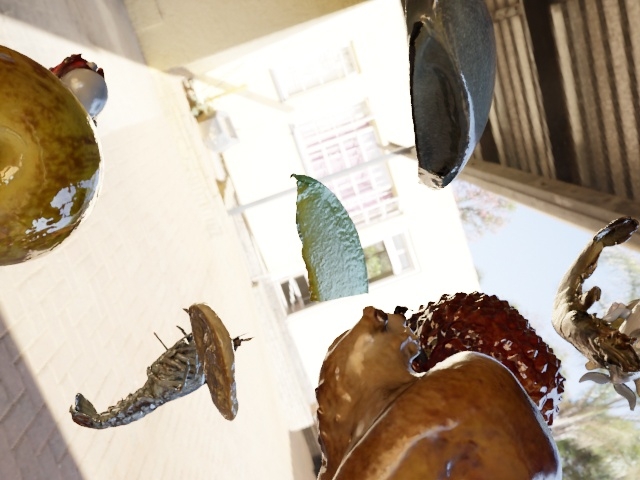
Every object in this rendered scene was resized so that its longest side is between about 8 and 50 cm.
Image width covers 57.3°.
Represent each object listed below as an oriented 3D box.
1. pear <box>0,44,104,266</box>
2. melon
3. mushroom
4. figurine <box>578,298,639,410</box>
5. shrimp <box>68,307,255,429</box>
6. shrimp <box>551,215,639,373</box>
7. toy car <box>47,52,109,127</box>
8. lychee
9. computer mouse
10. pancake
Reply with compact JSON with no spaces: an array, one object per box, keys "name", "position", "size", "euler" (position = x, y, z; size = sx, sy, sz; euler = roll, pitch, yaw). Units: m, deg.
[{"name":"pear","position":[-0.412,-0.105,0.725],"size":[0.281,0.280,0.281],"euler":[160,-90,-87]},{"name":"melon","position":[0.000,0.000,0.868],"size":[0.053,0.114,0.262],"euler":[28,-32,45]},{"name":"mushroom","position":[0.068,0.251,0.581],"size":[0.259,0.345,0.345],"euler":[33,-19,23]},{"name":"figurine","position":[0.527,0.174,0.987],"size":[0.128,0.209,0.183],"euler":[29,20,23]},{"name":"shrimp","position":[-0.350,0.295,1.316],"size":[0.166,0.410,0.221],"euler":[55,-15,-15]},{"name":"shrimp","position":[0.293,0.048,0.593],"size":[0.195,0.035,0.148],"euler":[-85,-161,-78]},{"name":"toy car","position":[-0.414,-0.255,1.009],"size":[0.112,0.139,0.112],"euler":[6,-20,43]},{"name":"lychee","position":[0.353,0.330,1.388],"size":[0.499,0.424,0.425],"euler":[-7,73,-48]},{"name":"computer mouse","position":[0.186,-0.214,0.823],"size":[0.374,0.114,0.203],"euler":[68,25,-59]},{"name":"pancake","position":[-0.130,0.147,0.716],"size":[0.151,0.025,0.152],"euler":[37,-47,52]}]
